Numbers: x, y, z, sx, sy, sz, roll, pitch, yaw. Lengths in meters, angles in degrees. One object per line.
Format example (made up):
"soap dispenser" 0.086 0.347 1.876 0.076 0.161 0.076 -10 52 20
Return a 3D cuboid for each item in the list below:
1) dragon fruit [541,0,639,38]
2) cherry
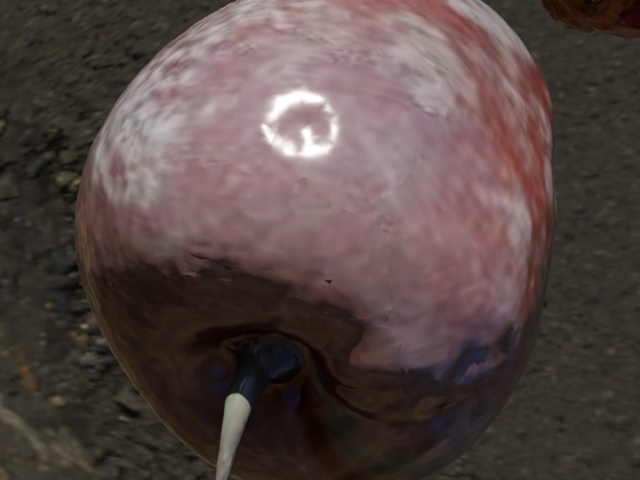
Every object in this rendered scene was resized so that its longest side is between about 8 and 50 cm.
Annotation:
"dragon fruit" 0.214 -0.223 0.833 0.314 0.296 0.263 26 79 2
"cherry" 0.000 0.000 0.745 0.213 0.236 0.285 20 57 10
